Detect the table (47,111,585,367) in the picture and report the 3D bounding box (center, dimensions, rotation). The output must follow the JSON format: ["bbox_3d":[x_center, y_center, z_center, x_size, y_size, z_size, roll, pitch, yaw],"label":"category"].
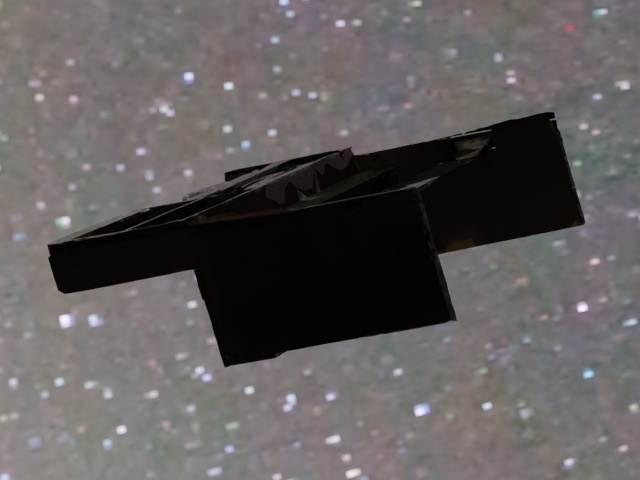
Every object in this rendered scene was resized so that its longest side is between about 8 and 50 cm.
[{"bbox_3d":[0.000,0.000,0.751,0.175,0.146,0.062,-11,-82,31],"label":"table"}]
